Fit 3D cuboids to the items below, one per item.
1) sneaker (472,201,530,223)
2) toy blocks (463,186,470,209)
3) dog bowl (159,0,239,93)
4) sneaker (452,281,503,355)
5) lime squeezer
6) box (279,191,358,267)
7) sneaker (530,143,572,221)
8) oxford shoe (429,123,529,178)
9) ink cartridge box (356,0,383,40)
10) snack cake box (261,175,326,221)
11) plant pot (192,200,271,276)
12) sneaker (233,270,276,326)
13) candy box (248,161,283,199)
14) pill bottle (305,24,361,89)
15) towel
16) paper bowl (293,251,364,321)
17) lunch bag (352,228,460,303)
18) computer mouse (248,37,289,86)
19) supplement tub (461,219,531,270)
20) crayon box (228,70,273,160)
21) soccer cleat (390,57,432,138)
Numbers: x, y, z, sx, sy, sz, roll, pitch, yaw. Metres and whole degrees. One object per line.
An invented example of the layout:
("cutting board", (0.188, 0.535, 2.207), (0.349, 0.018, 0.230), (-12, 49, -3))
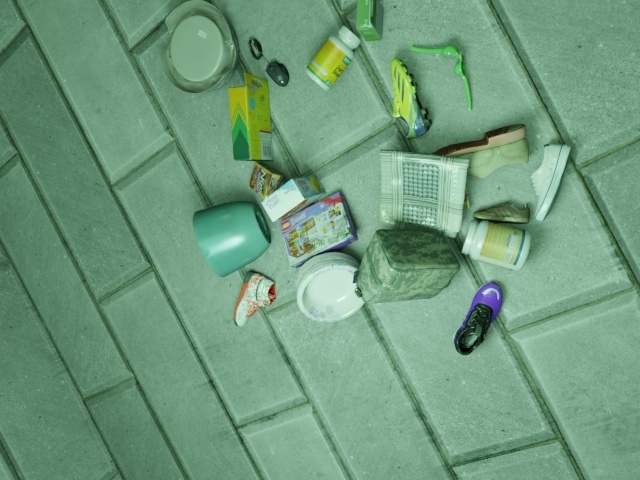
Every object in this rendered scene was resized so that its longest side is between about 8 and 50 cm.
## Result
("sneaker", (0.636, -0.100, 1.485), (0.188, 0.066, 0.071), (6, 85, 13))
("toy blocks", (0.453, -0.152, 1.516), (0.147, 0.054, 0.123), (-10, 127, 21))
("dog bowl", (-0.489, -0.777, 1.726), (0.348, 0.102, 0.350), (3, 101, 18))
("sneaker", (0.575, 0.297, 1.523), (0.102, 0.146, 0.294), (25, 107, 13))
("lime squeezer", (0.450, -0.597, 1.454), (0.110, 0.059, 0.310), (-43, 85, 20))
("box", (-0.012, -0.038, 1.678), (0.293, 0.057, 0.201), (-25, 67, 22))
("sneaker", (0.755, -0.196, 1.413), (0.091, 0.094, 0.259), (20, 102, 34))
("oxford shoe", (0.509, -0.266, 1.454), (0.396, 0.140, 0.147), (-14, 110, 28))
("ink cartridge box", (0.164, -0.768, 1.440), (0.062, 0.209, 0.109), (6, 101, 18))
("snack cake box", (-0.096, -0.165, 1.610), (0.152, 0.264, 0.089), (-32, 90, 21))
("plant pot", (-0.341, -0.027, 1.721), (0.234, 0.293, 0.293), (-21, 93, 5))
("sneaker", (-0.285, 0.280, 1.851), (0.144, 0.090, 0.271), (21, 103, 17))
("candy box", (-0.224, -0.239, 1.702), (0.186, 0.053, 0.109), (38, 114, 50))
("pill bottle", (0.049, -0.672, 1.548), (0.117, 0.117, 0.208), (45, 110, 7))
("towel", (0.350, -0.156, 1.492), (0.311, 0.056, 0.325), (11, 130, 21))
("paper bowl", (0.037, 0.170, 1.650), (0.283, 0.148, 0.285), (-7, 123, -10))
("lunch bag", (0.292, 0.112, 1.497), (0.304, 0.213, 0.256), (-1, 134, -21))
("computer mouse", (-0.210, -0.709, 1.673), (0.071, 0.041, 0.242), (-43, 84, 22))
("supplement tub", (0.606, 0.013, 1.462), (0.199, 0.144, 0.145), (17, 105, 15))
("crayon box", (-0.270, -0.474, 1.652), (0.081, 0.202, 0.319), (1, 99, 19))
("soccer cleat", (0.297, -0.505, 1.507), (0.121, 0.093, 0.290), (-22, 92, 28))
